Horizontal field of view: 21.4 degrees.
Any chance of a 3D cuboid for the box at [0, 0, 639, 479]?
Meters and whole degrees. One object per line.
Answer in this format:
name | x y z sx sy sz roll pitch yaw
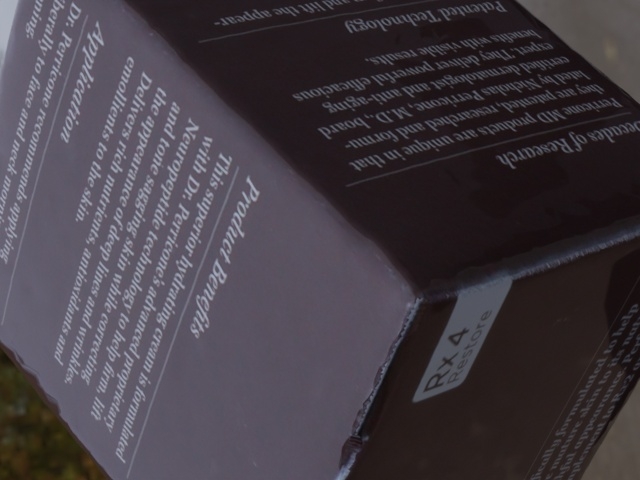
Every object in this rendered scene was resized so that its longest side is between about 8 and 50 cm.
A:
box | 0.000 0.000 0.607 0.203 0.167 0.168 45 131 28
